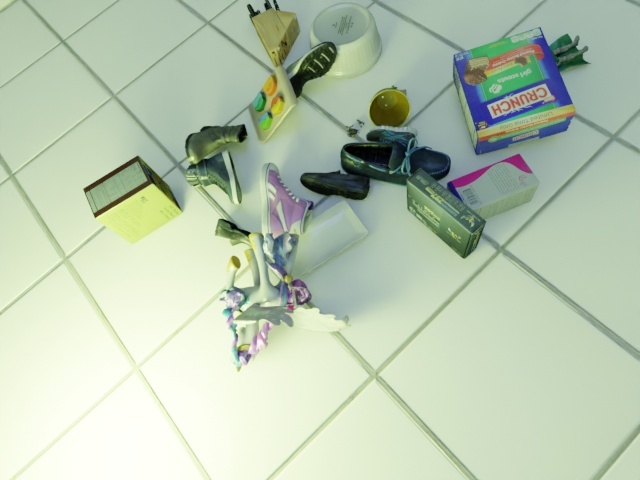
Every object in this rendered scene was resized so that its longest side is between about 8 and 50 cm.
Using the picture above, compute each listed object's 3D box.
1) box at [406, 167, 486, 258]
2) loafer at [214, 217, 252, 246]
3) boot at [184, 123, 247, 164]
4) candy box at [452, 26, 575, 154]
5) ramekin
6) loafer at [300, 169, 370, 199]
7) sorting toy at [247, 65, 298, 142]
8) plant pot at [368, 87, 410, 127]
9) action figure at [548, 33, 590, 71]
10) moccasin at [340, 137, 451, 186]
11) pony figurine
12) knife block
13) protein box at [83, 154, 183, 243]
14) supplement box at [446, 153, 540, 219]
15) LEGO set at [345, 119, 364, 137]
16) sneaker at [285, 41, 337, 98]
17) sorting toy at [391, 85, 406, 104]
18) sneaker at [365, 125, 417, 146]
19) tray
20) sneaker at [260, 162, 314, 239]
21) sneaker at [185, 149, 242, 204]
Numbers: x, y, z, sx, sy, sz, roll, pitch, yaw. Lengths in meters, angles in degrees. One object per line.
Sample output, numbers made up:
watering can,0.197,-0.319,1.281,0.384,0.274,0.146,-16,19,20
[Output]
box,0.338,-0.071,1.203,0.059,0.183,0.232,-41,66,-8
loafer,-0.263,-0.009,1.374,0.170,0.062,0.061,28,97,24
boot,-0.345,-0.340,1.467,0.161,0.083,0.246,-3,35,13
candy box,0.574,-0.454,1.330,0.268,0.122,0.317,-14,70,14
ramekin,0.083,-0.733,1.573,0.273,0.127,0.272,-4,66,10
loafer,0.047,-0.185,1.375,0.223,0.076,0.078,11,64,11
sorting toy,-0.176,-0.473,1.507,0.208,0.038,0.193,-39,58,35
plant pot,0.223,-0.446,1.432,0.134,0.134,0.095,-8,37,8
action figure,0.739,-0.582,1.414,0.232,0.063,0.137,-26,67,3
moccasin,0.225,-0.239,1.335,0.342,0.117,0.137,1,67,12
pony figurine,-0.134,0.160,1.180,0.351,0.303,0.363,-19,63,39
knife block,-0.216,-0.820,1.694,0.242,0.088,0.275,16,71,18
protein box,-0.601,-0.128,1.408,0.201,0.200,0.136,-33,65,-4
supplement box,0.485,-0.139,1.242,0.220,0.114,0.111,-22,64,3
LEGO set,0.116,-0.374,1.473,0.083,0.023,0.054,-32,66,-18
sneaker,-0.061,-0.602,1.521,0.271,0.100,0.108,-32,50,28
sorting toy,0.266,-0.504,1.499,0.062,0.012,0.083,-4,69,15
sneaker,0.228,-0.326,1.405,0.167,0.065,0.076,2,71,14
tray,0.000,0.000,1.326,0.270,0.030,0.145,-32,64,-3
sneaker,-0.100,-0.130,1.358,0.161,0.102,0.282,-12,65,10
sneaker,-0.355,-0.190,1.442,0.163,0.086,0.226,-18,57,-6
